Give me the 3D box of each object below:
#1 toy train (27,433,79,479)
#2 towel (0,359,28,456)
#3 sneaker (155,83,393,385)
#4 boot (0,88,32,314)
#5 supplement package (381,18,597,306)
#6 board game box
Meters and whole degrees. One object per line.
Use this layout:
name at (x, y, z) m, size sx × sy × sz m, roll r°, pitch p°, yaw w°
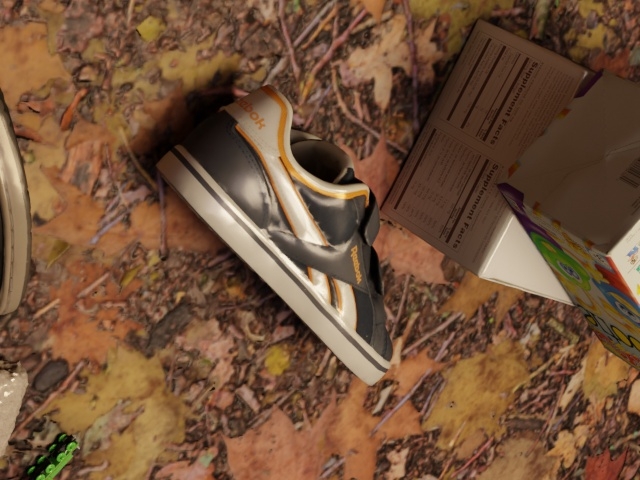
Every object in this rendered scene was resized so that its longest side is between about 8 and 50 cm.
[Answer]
toy train at (-0.235, 0.199, 1.461) m, size 0.083 × 0.017 × 0.024 m, roll -46°, pitch 145°, yaw -9°
towel at (-0.364, 0.172, 1.315) m, size 0.282 × 0.049 × 0.187 m, roll 6°, pitch 111°, yaw -42°
sneaker at (0.000, 0.000, 1.463) m, size 0.127 × 0.126 × 0.321 m, roll -43°, pitch 133°, yaw -4°
boot at (-0.351, -0.062, 1.126) m, size 0.284 × 0.138 × 0.377 m, roll -24°, pitch 137°, yaw -22°
supplement package at (0.228, -0.057, 1.608) m, size 0.262 × 0.145 × 0.204 m, roll 17°, pitch 103°, yaw -45°
board game box at (0.292, 0.007, 1.493) m, size 0.144 × 0.142 × 0.275 m, roll -47°, pitch 135°, yaw -8°
